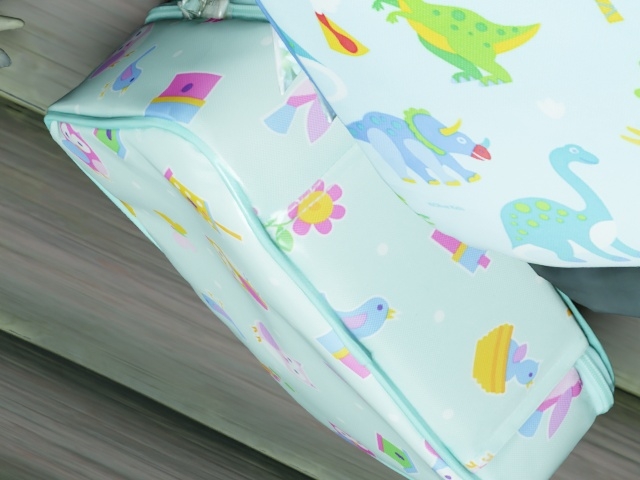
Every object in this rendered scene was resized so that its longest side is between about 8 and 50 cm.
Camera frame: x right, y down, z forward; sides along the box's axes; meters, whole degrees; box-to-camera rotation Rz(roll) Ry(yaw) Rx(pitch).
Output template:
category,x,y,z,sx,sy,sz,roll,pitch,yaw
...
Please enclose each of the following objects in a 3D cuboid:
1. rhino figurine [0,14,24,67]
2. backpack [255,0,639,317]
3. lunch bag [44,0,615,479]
category,x,y,z,sx,sy,sz,roll,pitch,yaw
rhino figurine,-0.256,-0.115,0.798,0.243,0.106,0.073,1,96,28
backpack,0.103,-0.129,0.476,0.290,0.273,0.355,-1,123,43
lunch bag,0.000,0.000,0.726,0.279,0.108,0.224,51,166,-24
